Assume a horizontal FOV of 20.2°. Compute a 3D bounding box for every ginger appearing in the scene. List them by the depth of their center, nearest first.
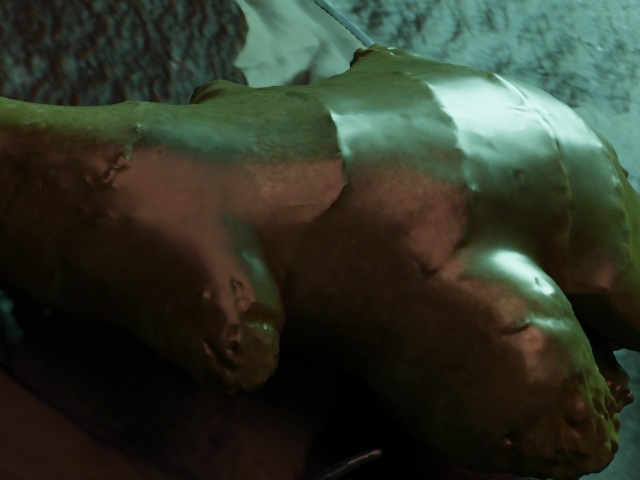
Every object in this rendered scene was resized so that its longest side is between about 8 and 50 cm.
[{"bbox_3d":[0.009,0.023,0.792,0.375,0.166,0.236,-18,77,-31],"label":"ginger"}]

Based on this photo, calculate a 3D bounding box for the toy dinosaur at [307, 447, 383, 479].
[{"bbox_3d":[0.153,0.174,0.762,0.363,0.076,0.147,13,19,-33],"label":"toy dinosaur"}]
